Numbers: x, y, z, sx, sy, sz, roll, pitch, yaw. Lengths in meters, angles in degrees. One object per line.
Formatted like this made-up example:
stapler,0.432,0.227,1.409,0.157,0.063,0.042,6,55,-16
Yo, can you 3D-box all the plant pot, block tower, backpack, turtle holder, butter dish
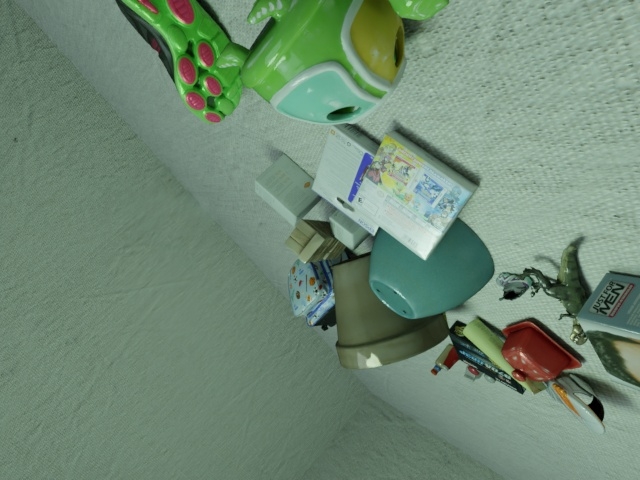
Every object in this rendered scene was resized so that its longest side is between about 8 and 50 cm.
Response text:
plant pot,0.169,0.173,1.348,0.323,0.323,0.280,-18,90,71
block tower,0.000,0.000,1.430,0.097,0.091,0.335,39,-169,12
backpack,0.004,0.145,1.657,0.213,0.263,0.276,15,136,-32
turtle holder,0.025,-0.313,0.697,0.227,0.243,0.320,35,127,-22
plant pot,0.229,0.071,1.126,0.290,0.195,0.290,39,162,15
butter dish,0.507,0.289,1.145,0.160,0.118,0.160,42,163,9

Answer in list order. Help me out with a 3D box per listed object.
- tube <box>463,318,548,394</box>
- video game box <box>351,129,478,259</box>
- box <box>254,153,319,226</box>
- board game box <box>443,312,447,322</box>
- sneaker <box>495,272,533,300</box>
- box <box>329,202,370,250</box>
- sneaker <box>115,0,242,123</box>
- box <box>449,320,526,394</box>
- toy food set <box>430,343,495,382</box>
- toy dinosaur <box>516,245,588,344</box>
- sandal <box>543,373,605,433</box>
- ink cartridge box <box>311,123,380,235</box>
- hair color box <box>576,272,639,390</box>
tube,0.485,0.309,1.254,0.240,0.070,0.062,45,159,35
video game box,0.182,-0.091,0.962,0.205,0.048,0.187,39,133,16
box,-0.096,-0.152,1.444,0.170,0.130,0.091,43,162,5
board game box,0.322,0.223,1.527,0.170,0.048,0.141,30,157,38
sneaker,0.403,0.106,1.027,0.038,0.069,0.098,47,163,-9
box,0.091,-0.048,1.317,0.087,0.102,0.101,40,162,23
sneaker,-0.348,-0.513,1.162,0.202,0.185,0.482,51,172,52
box,0.499,0.345,1.407,0.220,0.051,0.175,25,155,45
toy food set,0.466,0.425,1.579,0.232,0.104,0.111,18,149,55
toy dinosaur,0.452,0.090,0.906,0.118,0.064,0.268,13,144,47
sandal,0.625,0.372,1.171,0.102,0.076,0.265,55,-177,-6
ink cartridge box,0.086,-0.142,1.095,0.206,0.045,0.208,38,141,15
hair color box,0.598,0.173,0.673,0.185,0.113,0.374,51,162,-24
